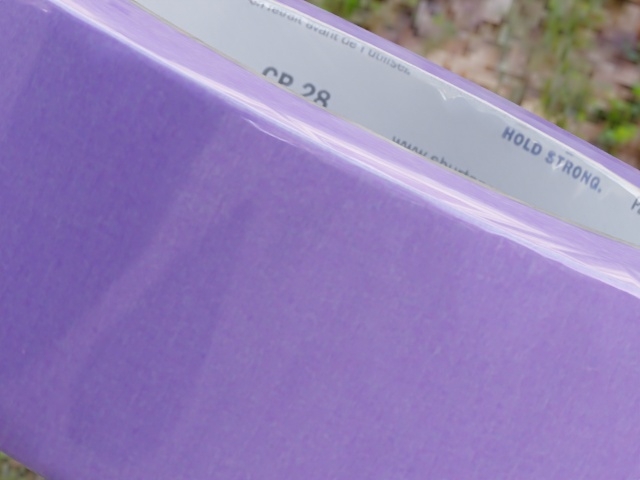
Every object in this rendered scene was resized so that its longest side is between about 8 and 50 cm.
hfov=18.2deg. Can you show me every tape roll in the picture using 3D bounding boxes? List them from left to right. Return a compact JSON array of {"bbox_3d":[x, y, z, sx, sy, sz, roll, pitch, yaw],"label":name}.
[{"bbox_3d":[0.000,0.000,0.521,0.275,0.090,0.275,24,10,-5],"label":"tape roll"}]
